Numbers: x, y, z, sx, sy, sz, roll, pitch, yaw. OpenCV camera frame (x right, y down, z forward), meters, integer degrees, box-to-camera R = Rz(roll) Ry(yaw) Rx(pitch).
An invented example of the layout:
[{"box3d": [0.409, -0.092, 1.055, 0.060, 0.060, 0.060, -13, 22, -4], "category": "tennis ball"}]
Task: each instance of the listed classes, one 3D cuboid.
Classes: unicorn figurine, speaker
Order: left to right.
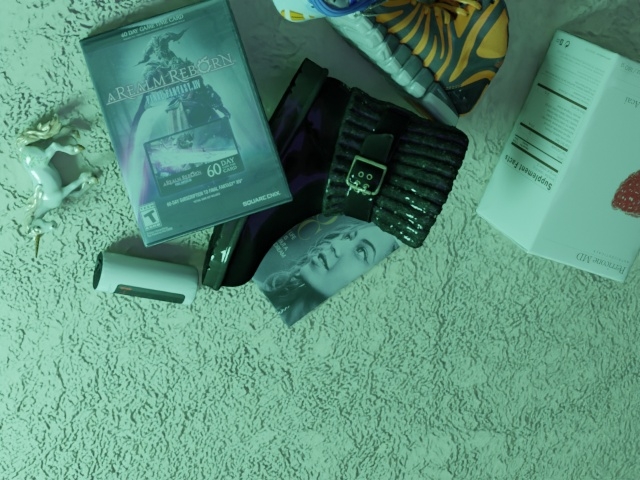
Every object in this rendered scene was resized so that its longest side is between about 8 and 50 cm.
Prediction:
[{"box3d": [-0.345, -0.075, 1.597, 0.111, 0.060, 0.162, -22, 99, -9], "category": "unicorn figurine"}, {"box3d": [-0.237, 0.051, 1.677, 0.136, 0.055, 0.055, 11, 106, -22], "category": "speaker"}]

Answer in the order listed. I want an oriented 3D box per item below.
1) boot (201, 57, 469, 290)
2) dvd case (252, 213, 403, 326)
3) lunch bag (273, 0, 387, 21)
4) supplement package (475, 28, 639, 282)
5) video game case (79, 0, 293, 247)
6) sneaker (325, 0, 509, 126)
[{"box3d": [0.017, -0.042, 1.647, 0.260, 0.131, 0.348, 28, 99, -9], "category": "boot"}, {"box3d": [0.000, 0.000, 1.758, 0.221, 0.018, 0.164, -36, 117, -3], "category": "dvd case"}, {"box3d": [0.013, -0.406, 1.433, 0.243, 0.115, 0.303, -31, 111, -32], "category": "lunch bag"}, {"box3d": [0.381, -0.119, 1.751, 0.177, 0.175, 0.293, 16, 105, -24], "category": "supplement package"}, {"box3d": [-0.168, -0.151, 1.561, 0.196, 0.026, 0.274, -18, 90, -2], "category": "video game case"}, {"box3d": [0.126, -0.305, 1.639, 0.180, 0.124, 0.321, -49, 128, 0], "category": "sneaker"}]
